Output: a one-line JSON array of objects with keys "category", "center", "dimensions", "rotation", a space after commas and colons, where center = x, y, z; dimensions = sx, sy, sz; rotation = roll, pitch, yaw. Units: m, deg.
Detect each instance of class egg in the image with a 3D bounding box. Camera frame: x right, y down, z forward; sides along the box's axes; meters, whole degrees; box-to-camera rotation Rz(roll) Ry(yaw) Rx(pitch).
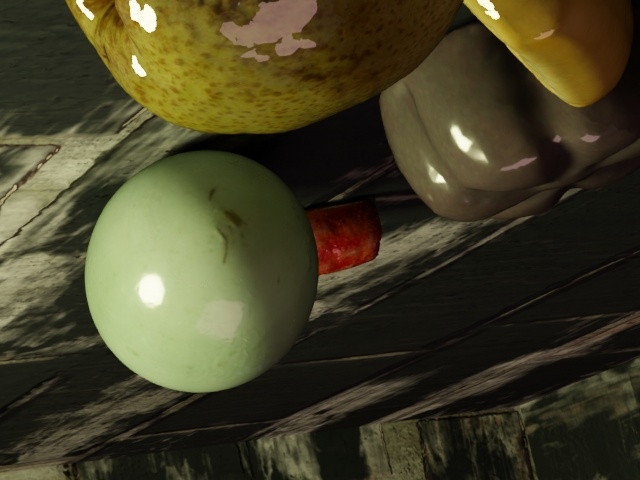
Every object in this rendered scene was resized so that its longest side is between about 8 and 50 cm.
[{"category": "egg", "center": [-0.103, 0.028, 1.561], "dimensions": [0.203, 0.203, 0.282], "rotation": [-9, 162, -16]}]

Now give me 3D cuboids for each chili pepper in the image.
[{"category": "chili pepper", "center": [0.000, 0.000, 1.829], "dimensions": [0.123, 0.070, 0.073], "rotation": [-11, -177, -15]}]

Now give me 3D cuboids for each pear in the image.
[{"category": "pear", "center": [-0.035, -0.153, 0.935], "dimensions": [0.211, 0.188, 0.228], "rotation": [-8, 168, -30]}]

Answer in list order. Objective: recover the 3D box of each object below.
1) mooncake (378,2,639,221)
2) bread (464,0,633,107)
[{"category": "mooncake", "center": [0.176, -0.105, 1.456], "dimensions": [0.245, 0.133, 0.245], "rotation": [-19, 168, -4]}, {"category": "bread", "center": [0.140, -0.169, 1.150], "dimensions": [0.098, 0.147, 0.217], "rotation": [-41, 164, 11]}]
